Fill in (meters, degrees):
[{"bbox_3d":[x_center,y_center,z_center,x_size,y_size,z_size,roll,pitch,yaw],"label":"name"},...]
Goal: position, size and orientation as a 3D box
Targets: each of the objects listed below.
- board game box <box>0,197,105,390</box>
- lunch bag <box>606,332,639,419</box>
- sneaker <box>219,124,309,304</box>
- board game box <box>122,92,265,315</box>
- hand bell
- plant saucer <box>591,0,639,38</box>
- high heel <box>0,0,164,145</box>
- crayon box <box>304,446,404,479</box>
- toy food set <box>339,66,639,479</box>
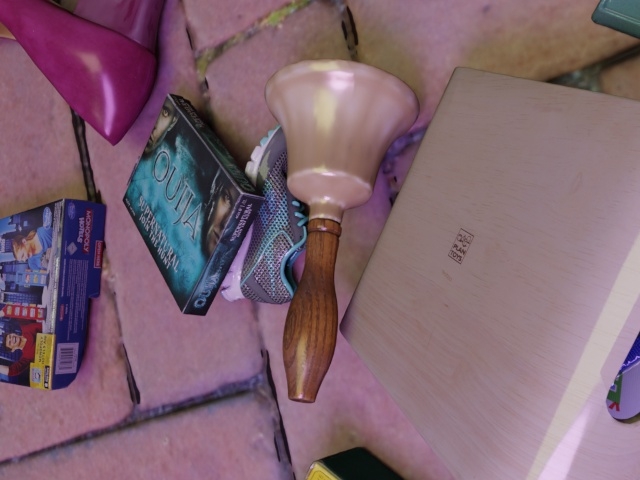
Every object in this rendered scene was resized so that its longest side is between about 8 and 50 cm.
[{"bbox_3d":[-0.329,0.052,0.862,0.194,0.060,0.194,3,87,31],"label":"board game box"},{"bbox_3d":[0.288,0.069,0.480,0.303,0.115,0.243,-40,66,20],"label":"lunch bag"},{"bbox_3d":[-0.034,-0.019,0.708,0.076,0.065,0.166,15,97,13],"label":"sneaker"},{"bbox_3d":[-0.123,-0.038,0.727,0.186,0.026,0.126,50,120,44],"label":"board game box"},{"bbox_3d":[0.000,0.000,0.601,0.126,0.126,0.242,-3,67,30],"label":"hand bell"},{"bbox_3d":[0.288,-0.152,0.551,0.192,0.018,0.067,32,102,27],"label":"plant saucer"},{"bbox_3d":[-0.340,-0.208,0.845,0.377,0.127,0.181,8,79,27],"label":"high heel"},{"bbox_3d":[0.088,0.331,0.587,0.318,0.081,0.202,33,102,28],"label":"crayon box"},{"bbox_3d":[0.127,0.017,0.511,0.219,0.092,0.306,-66,23,8],"label":"toy food set"}]
